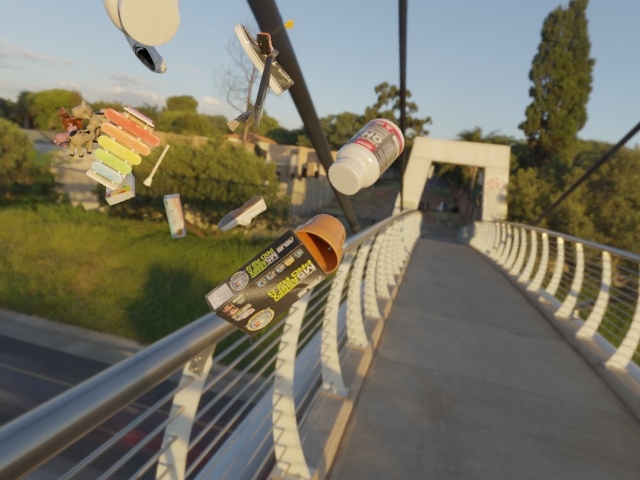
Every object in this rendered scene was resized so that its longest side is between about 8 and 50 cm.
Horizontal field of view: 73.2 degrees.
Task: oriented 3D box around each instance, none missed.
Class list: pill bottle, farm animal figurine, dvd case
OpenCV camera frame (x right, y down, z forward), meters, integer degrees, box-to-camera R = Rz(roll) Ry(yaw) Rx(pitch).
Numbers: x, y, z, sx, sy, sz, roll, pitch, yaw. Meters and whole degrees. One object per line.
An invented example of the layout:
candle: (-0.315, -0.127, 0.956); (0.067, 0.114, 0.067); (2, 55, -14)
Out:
pill bottle: (-0.601, -0.808, 1.414); (0.229, 0.229, 0.407); (-1, 43, -37)
farm animal figurine: (-1.000, -0.515, 1.904); (0.327, 0.172, 0.330); (-10, 42, -36)
pill bottle: (0.167, -0.307, 1.602); (0.176, 0.176, 0.318); (14, 46, 33)
dvd case: (-0.205, -0.522, 1.535); (0.022, 0.180, 0.253); (14, -1, -8)

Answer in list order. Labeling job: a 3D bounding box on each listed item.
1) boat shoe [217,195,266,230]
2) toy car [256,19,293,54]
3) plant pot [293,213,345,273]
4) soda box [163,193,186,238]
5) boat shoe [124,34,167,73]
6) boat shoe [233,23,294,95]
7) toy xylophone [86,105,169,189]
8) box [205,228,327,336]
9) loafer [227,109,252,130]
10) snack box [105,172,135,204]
boat shoe: (-0.395, -0.118, 2.219); (0.277, 0.096, 0.098); (-35, 36, -14)
toy car: (-0.114, -0.537, 1.140); (0.122, 0.060, 0.040); (-9, 45, 22)
plant pot: (0.000, 0.000, 2.237); (0.291, 0.290, 0.203); (12, 45, 23)
soda box: (-0.621, -0.104, 1.847); (0.063, 0.183, 0.058); (-9, 26, -11)
boat shoe: (-0.866, -0.922, 2.090); (0.096, 0.267, 0.088); (-33, 9, 27)
boat shoe: (-0.213, -0.717, 1.680); (0.102, 0.301, 0.108); (-31, 30, 13)
toy xylophone: (-0.714, -0.334, 1.616); (0.236, 0.322, 0.081); (24, 19, -19)
box: (-0.129, 0.117, 1.116); (0.060, 0.270, 0.216); (49, -5, 33)
loafer: (-0.323, -0.489, 1.757); (0.125, 0.039, 0.045); (-23, 12, 25)
snack box: (-0.784, -0.206, 1.691); (0.100, 0.037, 0.141); (-20, 43, -6)
